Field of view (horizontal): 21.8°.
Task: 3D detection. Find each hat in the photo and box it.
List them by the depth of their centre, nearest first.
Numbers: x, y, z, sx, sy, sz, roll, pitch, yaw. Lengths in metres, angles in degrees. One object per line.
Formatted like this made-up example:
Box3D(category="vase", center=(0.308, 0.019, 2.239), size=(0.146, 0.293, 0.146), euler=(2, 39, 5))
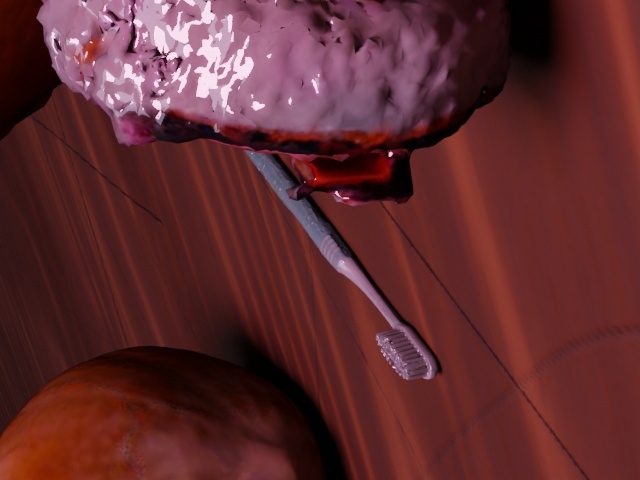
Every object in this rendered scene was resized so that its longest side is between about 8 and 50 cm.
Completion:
Box3D(category="hat", center=(-0.002, -0.126, 0.419), size=(0.140, 0.128, 0.227), euler=(-106, 21, -59))

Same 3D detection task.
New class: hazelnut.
Box3D(category="hazelnut", center=(-0.075, 0.128, 0.819), size=(0.182, 0.182, 0.182), euler=(55, 159, 34))

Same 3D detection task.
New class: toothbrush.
Box3D(category="toothbrush", center=(0.000, 0.000, 0.670), size=(0.167, 0.014, 0.011), euler=(53, 140, 40))

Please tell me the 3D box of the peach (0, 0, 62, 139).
Box3D(category="peach", center=(-0.183, -0.190, 0.508), size=(0.373, 0.290, 0.373), euler=(51, 152, 41))
